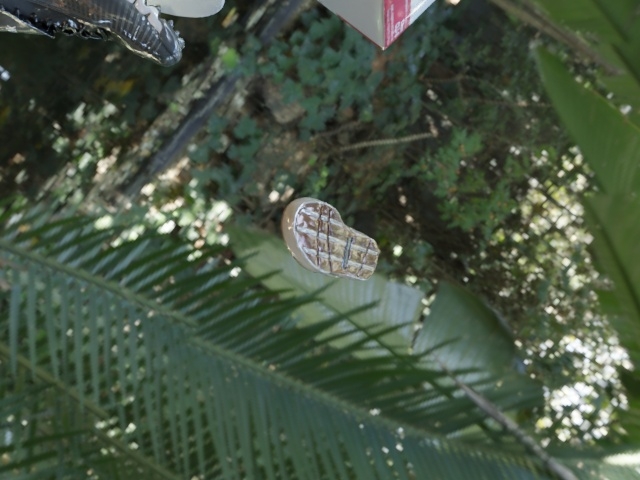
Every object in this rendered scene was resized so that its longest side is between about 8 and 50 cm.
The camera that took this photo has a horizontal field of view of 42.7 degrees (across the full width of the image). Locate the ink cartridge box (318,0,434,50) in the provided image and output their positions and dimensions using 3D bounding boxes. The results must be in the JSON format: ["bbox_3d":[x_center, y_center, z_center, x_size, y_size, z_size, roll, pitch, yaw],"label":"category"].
[{"bbox_3d":[0.075,-0.311,0.805,0.176,0.128,0.127,-45,163,-10],"label":"ink cartridge box"}]

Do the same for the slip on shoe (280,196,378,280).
[{"bbox_3d":[0.000,0.000,0.629,0.135,0.041,0.051,22,81,-60],"label":"slip on shoe"}]

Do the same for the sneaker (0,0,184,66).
[{"bbox_3d":[-0.234,-0.212,0.722,0.106,0.234,0.078,-54,-169,-3],"label":"sneaker"}]

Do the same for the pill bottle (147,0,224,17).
[{"bbox_3d":[-0.139,-0.399,0.890,0.162,0.162,0.278,142,-40,-79],"label":"pill bottle"}]
